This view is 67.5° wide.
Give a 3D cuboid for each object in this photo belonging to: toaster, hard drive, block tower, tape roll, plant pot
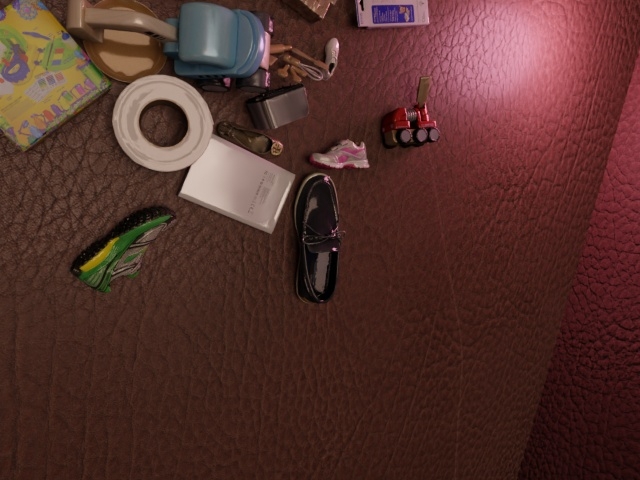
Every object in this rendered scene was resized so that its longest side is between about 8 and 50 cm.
[{"bbox_3d":[-0.149,-0.446,1.596,0.186,0.168,0.110,-27,113,-22],"label":"toaster"},{"bbox_3d":[-0.282,-0.192,1.644,0.353,0.047,0.233,23,88,-30],"label":"hard drive"},{"bbox_3d":[-0.110,-0.854,1.583,0.335,0.091,0.097,24,89,-29],"label":"block tower"},{"bbox_3d":[-0.474,-0.349,1.454,0.286,0.100,0.286,-2,96,-18],"label":"tape roll"},{"bbox_3d":[-0.575,-0.590,1.420,0.236,0.032,0.236,-6,102,-26],"label":"plant pot"}]

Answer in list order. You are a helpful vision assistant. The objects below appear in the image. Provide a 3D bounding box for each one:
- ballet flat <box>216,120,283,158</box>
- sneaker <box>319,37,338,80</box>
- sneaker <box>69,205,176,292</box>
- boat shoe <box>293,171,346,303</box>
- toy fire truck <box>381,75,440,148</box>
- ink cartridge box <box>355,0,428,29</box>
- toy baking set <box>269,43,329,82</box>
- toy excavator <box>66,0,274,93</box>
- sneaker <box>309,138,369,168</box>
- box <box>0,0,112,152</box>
[{"bbox_3d":[-0.233,-0.343,1.634,0.250,0.058,0.084,19,91,-30],"label":"ballet flat"},{"bbox_3d":[0.042,-0.653,1.720,0.054,0.061,0.152,11,93,-27],"label":"sneaker"},{"bbox_3d":[-0.589,0.021,1.490,0.343,0.134,0.146,-39,122,-7],"label":"sneaker"},{"bbox_3d":[0.000,0.000,1.771,0.187,0.156,0.500,0,98,-26],"label":"boat shoe"},{"bbox_3d":[0.357,-0.500,1.879,0.217,0.158,0.246,-9,92,-26],"label":"toy fire truck"},{"bbox_3d":[0.254,-0.882,1.788,0.333,0.065,0.165,-14,106,-27],"label":"ink cartridge box"},{"bbox_3d":[-0.097,-0.592,1.603,0.197,0.030,0.256,47,46,14],"label":"toy baking set"},{"bbox_3d":[-0.397,-0.579,1.350,0.445,0.433,0.222,-5,101,-67],"label":"toy excavator"},{"bbox_3d":[0.068,-0.322,1.783,0.252,0.103,0.111,-7,99,-34],"label":"sneaker"},{"bbox_3d":[-0.768,-0.432,1.263,0.290,0.177,0.279,-43,116,-14],"label":"box"}]
